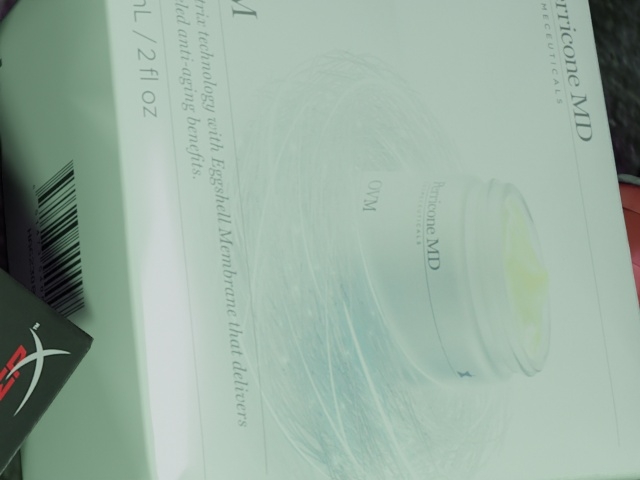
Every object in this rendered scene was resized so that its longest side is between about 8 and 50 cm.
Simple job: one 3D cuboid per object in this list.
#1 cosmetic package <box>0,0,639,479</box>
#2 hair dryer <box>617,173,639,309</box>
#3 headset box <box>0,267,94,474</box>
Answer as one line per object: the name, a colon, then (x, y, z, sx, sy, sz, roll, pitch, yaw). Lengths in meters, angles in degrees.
cosmetic package: (0.000, 0.000, 0.594, 0.225, 0.138, 0.224, 0, 75, -31)
hair dryer: (0.192, 0.060, 0.717, 0.293, 0.080, 0.223, -35, 95, -32)
headset box: (-0.258, 0.035, 0.453, 0.293, 0.110, 0.218, 40, 61, -13)
